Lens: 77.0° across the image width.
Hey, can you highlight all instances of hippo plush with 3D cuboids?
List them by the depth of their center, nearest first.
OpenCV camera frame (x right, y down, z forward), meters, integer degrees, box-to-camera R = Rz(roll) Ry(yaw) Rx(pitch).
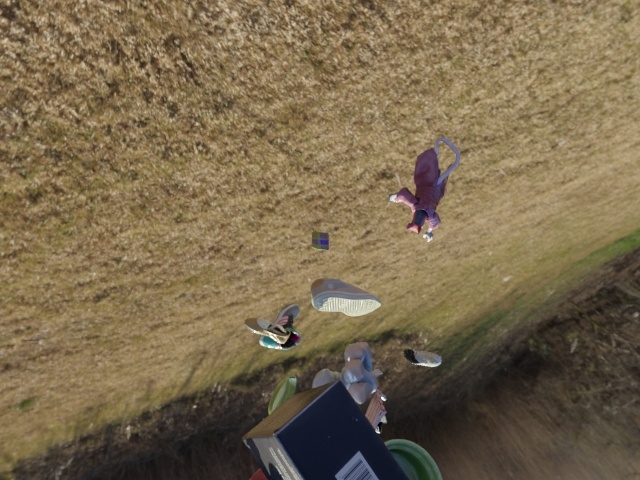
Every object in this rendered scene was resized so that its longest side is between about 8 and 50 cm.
[{"bbox_3d":[0.094,0.540,1.623,0.237,0.234,0.294,-16,157,22],"label":"hippo plush"}]

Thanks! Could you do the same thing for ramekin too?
[{"bbox_3d":[0.269,0.881,1.437,0.304,0.303,0.148,-12,155,-18],"label":"ramekin"}]

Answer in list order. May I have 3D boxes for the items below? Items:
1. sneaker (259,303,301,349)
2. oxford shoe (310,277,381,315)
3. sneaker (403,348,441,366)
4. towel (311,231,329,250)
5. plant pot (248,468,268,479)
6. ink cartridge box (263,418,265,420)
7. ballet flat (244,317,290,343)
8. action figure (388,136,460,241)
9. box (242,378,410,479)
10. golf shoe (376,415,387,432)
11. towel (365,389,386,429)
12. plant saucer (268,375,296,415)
[{"bbox_3d":[-0.160,0.456,2.096,0.295,0.179,0.123,-46,135,-37],"label":"sneaker"},{"bbox_3d":[0.123,0.253,1.831,0.449,0.130,0.169,19,128,-44],"label":"oxford shoe"},{"bbox_3d":[0.603,0.694,2.387,0.086,0.237,0.085,8,86,-48],"label":"sneaker"},{"bbox_3d":[0.000,0.000,1.357,0.060,0.083,0.009,7,131,-6],"label":"towel"},{"bbox_3d":[-0.131,0.739,1.056,0.201,0.180,0.201,-52,156,-35],"label":"plant pot"},{"bbox_3d":[-0.151,0.877,1.727,0.171,0.235,0.056,29,95,-42],"label":"ink cartridge box"},{"bbox_3d":[-0.235,0.394,1.827,0.232,0.080,0.073,33,110,-31],"label":"ballet flat"},{"bbox_3d":[0.434,-0.168,1.580,0.248,0.370,0.276,33,145,-13],"label":"action figure"},{"bbox_3d":[0.020,0.517,0.883,0.179,0.343,0.312,-30,169,-33],"label":"box"},{"bbox_3d":[0.229,0.831,1.792,0.069,0.086,0.176,13,115,-40],"label":"golf shoe"},{"bbox_3d":[0.189,0.633,1.440,0.197,0.029,0.144,17,96,-85],"label":"towel"},{"bbox_3d":[-0.200,0.802,2.059,0.241,0.037,0.240,-47,146,-46],"label":"plant saucer"}]
